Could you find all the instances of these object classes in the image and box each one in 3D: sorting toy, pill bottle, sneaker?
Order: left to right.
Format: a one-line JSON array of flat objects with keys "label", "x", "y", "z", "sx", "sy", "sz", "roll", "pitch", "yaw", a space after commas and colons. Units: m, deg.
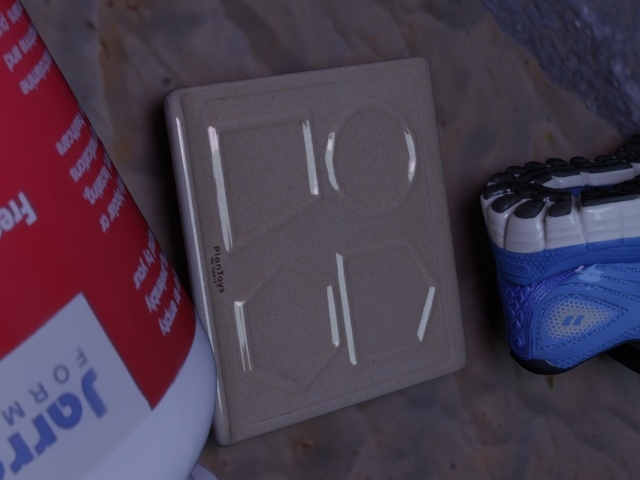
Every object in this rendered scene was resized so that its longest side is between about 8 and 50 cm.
[{"label": "pill bottle", "x": -0.183, "y": 0.018, "z": 0.545, "sx": 0.229, "sy": 0.229, "sz": 0.408, "roll": -41, "pitch": 114, "yaw": -31}, {"label": "sorting toy", "x": 0.000, "y": 0.000, "z": 0.815, "sx": 0.208, "sy": 0.038, "sz": 0.193, "roll": -14, "pitch": 99, "yaw": -42}, {"label": "sneaker", "x": 0.234, "y": 0.010, "z": 0.958, "sx": 0.330, "sy": 0.130, "sz": 0.147, "roll": -12, "pitch": 112, "yaw": -34}]
